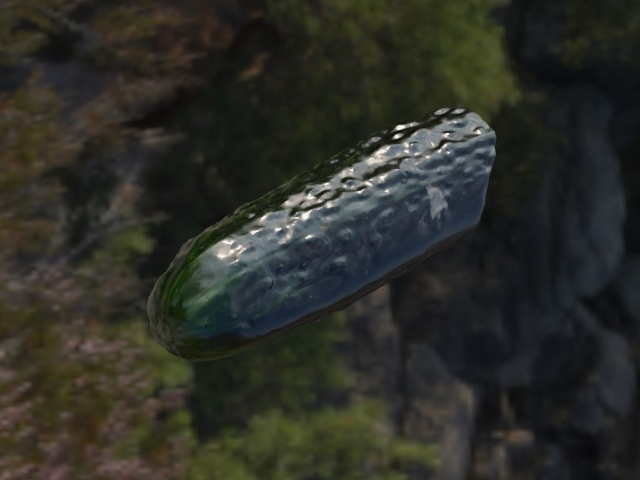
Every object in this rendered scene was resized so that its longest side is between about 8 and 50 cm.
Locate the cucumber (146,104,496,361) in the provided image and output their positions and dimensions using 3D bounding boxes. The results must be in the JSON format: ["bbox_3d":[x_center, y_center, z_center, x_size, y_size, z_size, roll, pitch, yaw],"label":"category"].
[{"bbox_3d":[0.001,0.000,0.941,0.241,0.074,0.074,-28,107,-43],"label":"cucumber"}]
